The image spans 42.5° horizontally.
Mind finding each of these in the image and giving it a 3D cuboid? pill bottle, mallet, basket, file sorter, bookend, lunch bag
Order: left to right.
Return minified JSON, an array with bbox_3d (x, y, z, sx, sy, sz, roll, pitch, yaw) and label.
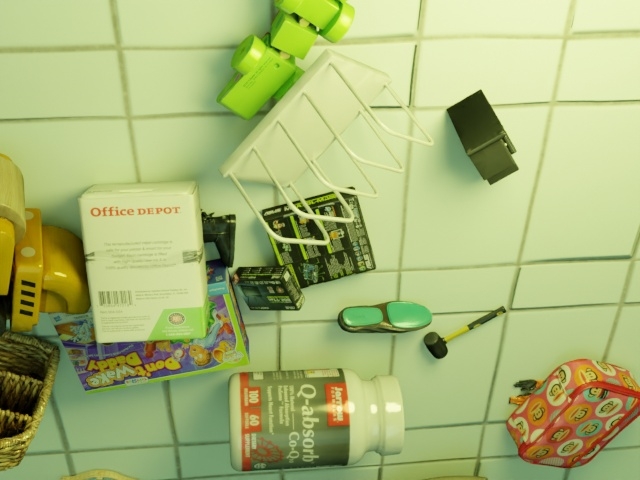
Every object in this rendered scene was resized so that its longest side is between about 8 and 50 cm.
[{"bbox_3d":[-0.702,0.310,1.632,0.299,0.213,0.223,22,122,-22],"label":"basket"},{"bbox_3d":[-0.014,0.382,1.774,0.363,0.210,0.210,-2,127,-6],"label":"pill bottle"},{"bbox_3d":[0.014,-0.139,1.358,0.278,0.173,0.193,-44,155,24],"label":"file sorter"},{"bbox_3d":[0.310,0.187,1.779,0.190,0.039,0.062,-36,126,14],"label":"mallet"},{"bbox_3d":[0.301,-0.156,1.439,0.072,0.157,0.156,-29,124,15],"label":"bookend"},{"bbox_3d":[0.613,0.413,1.936,0.258,0.120,0.293,16,124,-27],"label":"lunch bag"}]

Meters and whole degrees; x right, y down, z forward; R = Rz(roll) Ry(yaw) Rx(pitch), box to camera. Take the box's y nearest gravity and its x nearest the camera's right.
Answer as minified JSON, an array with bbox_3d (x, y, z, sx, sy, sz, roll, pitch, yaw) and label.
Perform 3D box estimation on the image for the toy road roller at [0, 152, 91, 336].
[{"bbox_3d":[-0.522,0.019,1.452,0.241,0.202,0.329,1,133,-23],"label":"toy road roller"}]

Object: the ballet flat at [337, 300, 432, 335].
[{"bbox_3d":[0.131,0.166,1.724,0.203,0.074,0.074,-1,127,-14],"label":"ballet flat"}]

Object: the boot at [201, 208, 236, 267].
[{"bbox_3d":[-0.212,-0.003,1.562,0.099,0.045,0.121,0,120,-10],"label":"boot"}]

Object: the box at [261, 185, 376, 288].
[{"bbox_3d":[0.000,0.000,1.592,0.184,0.045,0.190,-14,128,7],"label":"box"}]

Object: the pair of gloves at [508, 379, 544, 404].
[{"bbox_3d":[0.486,0.359,1.943,0.074,0.010,0.083,-1,126,-6],"label":"pair of gloves"}]

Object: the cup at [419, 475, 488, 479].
[{"bbox_3d":[0.269,0.727,2.037,0.237,0.331,0.331,9,130,19],"label":"cup"}]

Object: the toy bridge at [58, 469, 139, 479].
[{"bbox_3d":[-0.531,0.579,1.974,0.188,0.026,0.063,6,124,-11],"label":"toy bridge"}]

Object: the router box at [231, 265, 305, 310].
[{"bbox_3d":[-0.103,0.095,1.622,0.123,0.038,0.092,-2,133,31],"label":"router box"}]

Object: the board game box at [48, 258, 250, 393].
[{"bbox_3d":[-0.335,0.176,1.661,0.347,0.078,0.233,-11,127,1],"label":"board game box"}]

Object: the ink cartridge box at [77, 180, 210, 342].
[{"bbox_3d":[-0.310,0.035,1.478,0.199,0.114,0.272,-2,107,-1],"label":"ink cartridge box"}]

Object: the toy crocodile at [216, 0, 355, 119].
[{"bbox_3d":[-0.048,-0.327,1.312,0.115,0.105,0.340,27,124,-25],"label":"toy crocodile"}]
